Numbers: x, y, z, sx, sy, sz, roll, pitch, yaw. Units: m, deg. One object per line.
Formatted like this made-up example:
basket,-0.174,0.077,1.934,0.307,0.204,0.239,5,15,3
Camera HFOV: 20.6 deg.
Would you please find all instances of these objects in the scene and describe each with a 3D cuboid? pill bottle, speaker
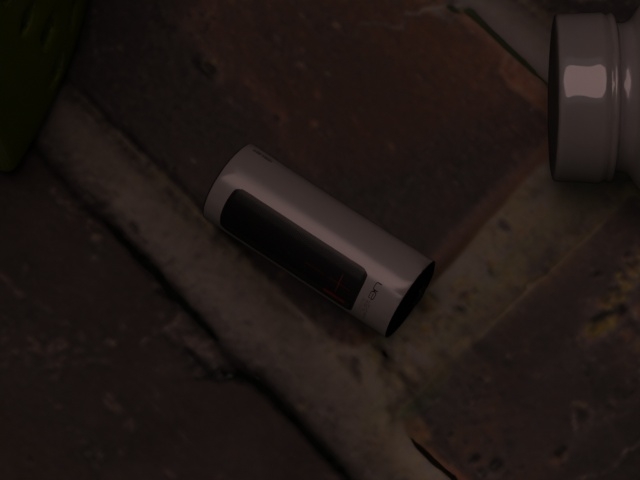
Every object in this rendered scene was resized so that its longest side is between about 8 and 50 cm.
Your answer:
pill bottle,0.239,-0.084,1.024,0.208,0.119,0.119,0,73,4
speaker,0.000,0.000,1.049,0.136,0.055,0.055,34,78,12

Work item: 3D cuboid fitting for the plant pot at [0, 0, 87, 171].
plant pot,-0.241,-0.210,1.046,0.227,0.228,0.207,27,71,13
